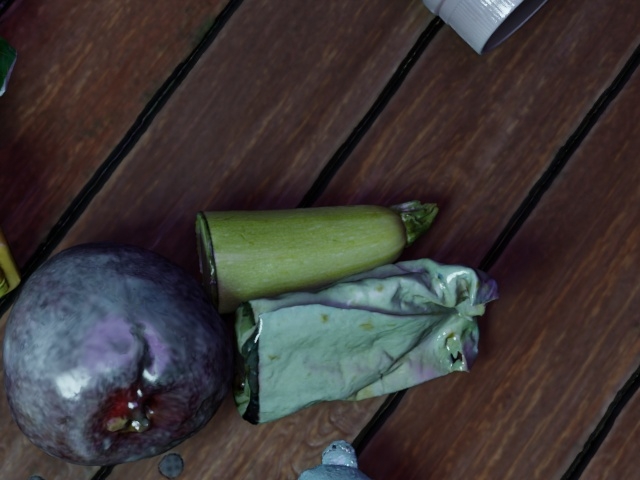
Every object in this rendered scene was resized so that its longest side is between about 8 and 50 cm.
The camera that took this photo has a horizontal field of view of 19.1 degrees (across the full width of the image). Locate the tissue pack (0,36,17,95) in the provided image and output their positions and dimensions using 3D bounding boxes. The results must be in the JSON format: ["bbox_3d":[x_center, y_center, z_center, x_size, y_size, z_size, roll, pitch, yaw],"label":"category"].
[{"bbox_3d":[-0.382,-0.174,1.618,0.209,0.156,0.148,39,111,-19],"label":"tissue pack"}]

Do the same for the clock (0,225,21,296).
[{"bbox_3d":[-0.363,0.026,1.593,0.202,0.143,0.096,-22,77,-8],"label":"clock"}]

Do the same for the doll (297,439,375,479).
[{"bbox_3d":[-0.019,0.255,1.610,0.180,0.075,0.120,-30,80,17],"label":"doll"}]

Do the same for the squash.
[{"bbox_3d":[0.000,0.000,1.664,0.224,0.094,0.094,-12,78,-14],"label":"squash"}]

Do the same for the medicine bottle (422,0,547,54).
[{"bbox_3d":[0.102,-0.297,1.709,0.133,0.133,0.249,-40,83,-12],"label":"medicine bottle"}]

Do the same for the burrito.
[{"bbox_3d":[0.035,0.078,1.629,0.229,0.144,0.089,-13,50,-14],"label":"burrito"}]

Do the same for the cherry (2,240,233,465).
[{"bbox_3d":[-0.171,0.089,1.579,0.195,0.195,0.195,1,77,-4],"label":"cherry"}]
